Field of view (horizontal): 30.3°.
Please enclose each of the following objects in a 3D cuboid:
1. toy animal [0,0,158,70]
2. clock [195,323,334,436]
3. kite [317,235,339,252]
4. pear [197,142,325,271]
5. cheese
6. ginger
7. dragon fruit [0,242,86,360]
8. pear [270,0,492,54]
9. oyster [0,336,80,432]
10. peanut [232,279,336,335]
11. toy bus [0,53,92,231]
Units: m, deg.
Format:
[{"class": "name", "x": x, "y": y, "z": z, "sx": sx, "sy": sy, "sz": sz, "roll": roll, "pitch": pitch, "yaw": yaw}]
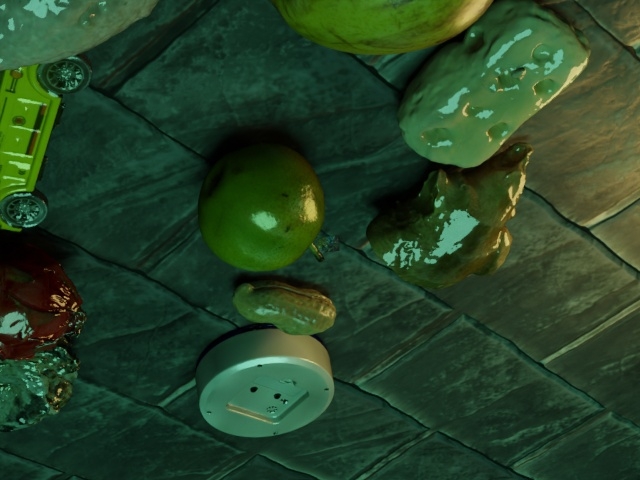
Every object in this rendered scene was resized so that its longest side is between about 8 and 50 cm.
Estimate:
[{"class": "toy animal", "x": -0.266, "y": -0.308, "z": 1.228, "sx": 0.358, "sy": 0.226, "sz": 0.188, "roll": -41, "pitch": 145, "yaw": -11}, {"class": "clock", "x": -0.093, "y": 0.240, "z": 1.985, "sx": 0.230, "sy": 0.083, "sz": 0.230, "roll": -8, "pitch": 137, "yaw": -8}, {"class": "kite", "x": 0.006, "y": -0.003, "z": 1.804, "sx": 0.044, "sy": 0.002, "sz": 0.078, "roll": -22, "pitch": 137, "yaw": 10}, {"class": "pear", "x": -0.064, "y": -0.034, "z": 1.626, "sx": 0.216, "sy": 0.166, "sz": 0.180, "roll": 34, "pitch": 107, "yaw": -22}, {"class": "cheese", "x": 0.224, "y": -0.205, "z": 1.575, "sx": 0.159, "sy": 0.093, "sz": 0.263, "roll": 28, "pitch": 125, "yaw": -34}, {"class": "ginger", "x": 0.215, "y": -0.031, "z": 1.735, "sx": 0.270, "sy": 0.123, "sz": 0.219, "roll": -33, "pitch": 131, "yaw": 21}, {"class": "dragon fruit", "x": -0.440, "y": 0.086, "z": 1.671, "sx": 0.209, "sy": 0.172, "sz": 0.172, "roll": -6, "pitch": 137, "yaw": -6}, {"class": "pear", "x": 0.066, "y": -0.326, "z": 1.274, "sx": 0.281, "sy": 0.281, "sz": 0.281, "roll": -7, "pitch": 137, "yaw": -6}, {"class": "oyster", "x": -0.482, "y": 0.228, "z": 1.855, "sx": 0.198, "sy": 0.112, "sz": 0.267, "roll": 6, "pitch": 138, "yaw": -19}, {"class": "peanut", "x": -0.058, "y": 0.107, "z": 1.856, "sx": 0.174, "sy": 0.080, "sz": 0.080, "roll": 16, "pitch": 131, "yaw": -24}, {"class": "toy bus", "x": -0.380, "y": -0.166, "z": 1.431, "sx": 0.152, "sy": 0.144, "sz": 0.330, "roll": 9, "pitch": 133, "yaw": -23}]
